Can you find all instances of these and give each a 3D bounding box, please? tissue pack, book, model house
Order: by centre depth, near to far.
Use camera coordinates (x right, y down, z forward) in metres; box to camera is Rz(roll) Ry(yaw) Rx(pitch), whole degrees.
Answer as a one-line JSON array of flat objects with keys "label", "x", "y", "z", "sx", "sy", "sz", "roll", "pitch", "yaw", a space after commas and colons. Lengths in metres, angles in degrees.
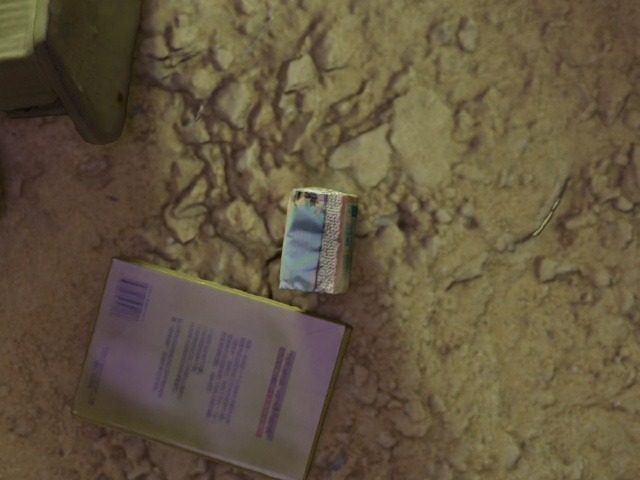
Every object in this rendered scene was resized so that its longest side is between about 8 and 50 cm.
[{"label": "tissue pack", "x": 0.000, "y": 0.000, "z": 1.647, "sx": 0.058, "sy": 0.074, "sz": 0.094, "roll": 6, "pitch": 90, "yaw": 11}, {"label": "model house", "x": -0.270, "y": -0.202, "z": 1.661, "sx": 0.188, "sy": 0.122, "sz": 0.229, "roll": 0, "pitch": 78, "yaw": 21}, {"label": "book", "x": -0.102, "y": 0.118, "z": 1.689, "sx": 0.230, "sy": 0.026, "sz": 0.161, "roll": 17, "pitch": 95, "yaw": 8}]
